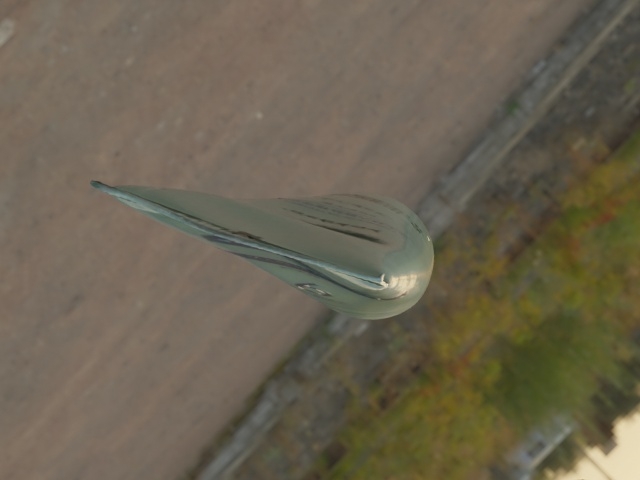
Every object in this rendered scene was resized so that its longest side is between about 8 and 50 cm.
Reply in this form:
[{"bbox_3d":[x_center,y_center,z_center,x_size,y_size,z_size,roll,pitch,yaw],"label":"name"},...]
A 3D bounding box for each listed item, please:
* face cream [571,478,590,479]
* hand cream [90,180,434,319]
[{"bbox_3d":[0.098,0.162,0.635,0.182,0.051,0.072,-51,143,-64],"label":"face cream"},{"bbox_3d":[0.000,0.000,0.688,0.321,0.109,0.067,18,91,-79],"label":"hand cream"}]
